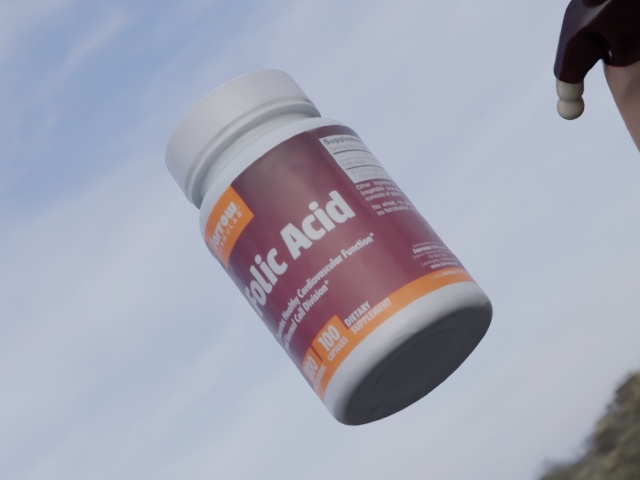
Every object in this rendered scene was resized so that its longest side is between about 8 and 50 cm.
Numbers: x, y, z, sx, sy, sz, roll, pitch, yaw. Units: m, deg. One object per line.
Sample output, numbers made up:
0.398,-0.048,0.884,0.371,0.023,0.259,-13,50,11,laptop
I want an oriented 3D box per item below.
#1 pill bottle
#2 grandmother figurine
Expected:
0.000,0.000,2.029,0.224,0.392,0.224,-31,-24,-16,pill bottle
0.309,-0.193,1.665,0.208,0.104,0.342,-42,-57,-5,grandmother figurine
